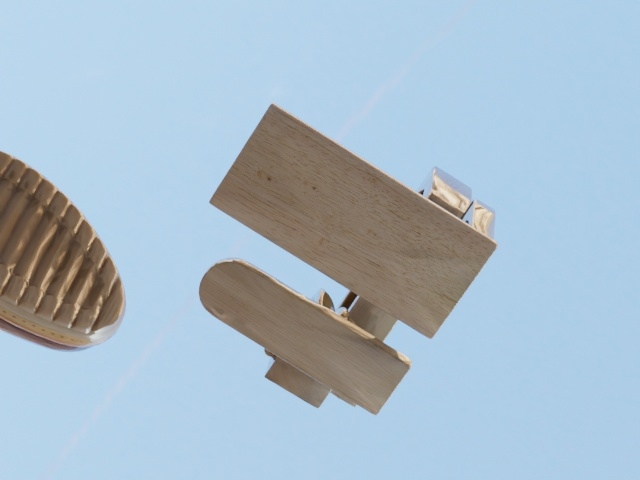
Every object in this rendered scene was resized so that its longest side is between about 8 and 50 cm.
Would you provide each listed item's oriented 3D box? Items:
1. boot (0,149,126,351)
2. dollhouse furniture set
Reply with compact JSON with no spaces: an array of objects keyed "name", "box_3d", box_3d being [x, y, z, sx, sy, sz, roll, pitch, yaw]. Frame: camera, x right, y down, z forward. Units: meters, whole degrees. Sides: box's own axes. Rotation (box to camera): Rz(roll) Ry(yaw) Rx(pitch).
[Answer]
[{"name":"boot","box_3d":[-0.238,0.024,1.065,0.248,0.207,0.090,33,-131,3]},{"name":"dollhouse furniture set","box_3d":[0.000,0.000,0.928,0.123,0.151,0.144,32,-69,-6]}]
